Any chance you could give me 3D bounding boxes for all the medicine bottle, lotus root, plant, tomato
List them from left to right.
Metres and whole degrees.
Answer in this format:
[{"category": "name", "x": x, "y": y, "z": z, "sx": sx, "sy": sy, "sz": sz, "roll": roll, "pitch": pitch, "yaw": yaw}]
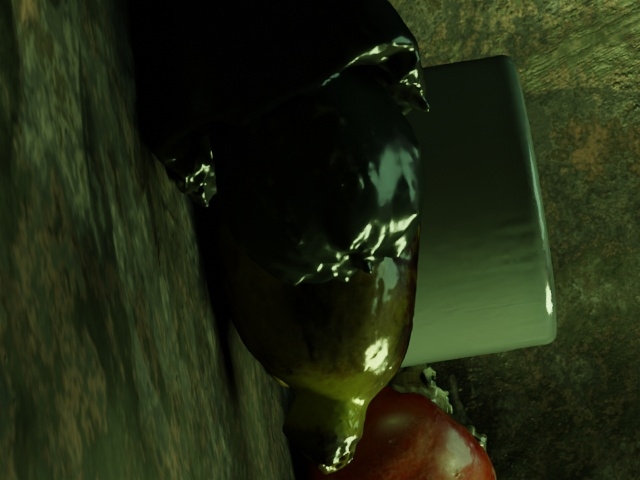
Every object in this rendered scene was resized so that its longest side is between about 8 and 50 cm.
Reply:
[{"category": "plant", "x": -0.023, "y": -0.094, "z": 1.067, "sx": 0.142, "sy": 0.164, "sz": 0.256, "roll": 67, "pitch": 3, "yaw": -72}, {"category": "lotus root", "x": 0.000, "y": 0.000, "z": 1.229, "sx": 0.169, "sy": 0.141, "sz": 0.314, "roll": -5, "pitch": 87, "yaw": -81}, {"category": "tomato", "x": 0.055, "y": 0.201, "z": 1.556, "sx": 0.187, "sy": 0.151, "sz": 0.187, "roll": 40, "pitch": -4, "yaw": 3}, {"category": "medicine bottle", "x": 0.059, "y": -0.016, "z": 1.437, "sx": 0.238, "sy": 0.232, "sz": 0.238, "roll": -8, "pitch": 90, "yaw": -86}]

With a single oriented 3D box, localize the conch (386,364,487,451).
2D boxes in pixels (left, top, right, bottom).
[{"category": "conch", "x": 0.115, "y": 0.264, "z": 2.072, "sx": 0.210, "sy": 0.159, "sz": 0.291, "roll": 76, "pitch": 9, "yaw": -61}]
